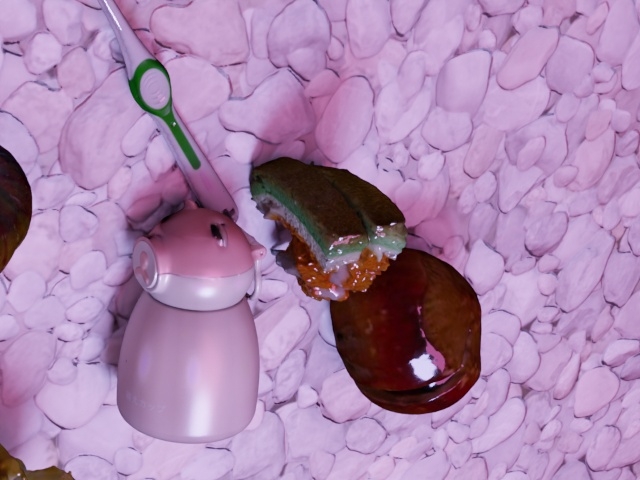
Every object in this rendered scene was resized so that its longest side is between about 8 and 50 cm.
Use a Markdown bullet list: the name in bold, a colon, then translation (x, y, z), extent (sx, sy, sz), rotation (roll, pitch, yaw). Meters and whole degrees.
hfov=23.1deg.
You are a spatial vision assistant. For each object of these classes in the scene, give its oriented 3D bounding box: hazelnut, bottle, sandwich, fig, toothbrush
- **hazelnut**: translation (0.098, 0.098, 1.809), extent (0.178, 0.178, 0.204), rotation (-42, 132, -9)
- **bottle**: translation (-0.130, 0.076, 1.610), extent (0.147, 0.147, 0.236), rotation (-10, 117, -35)
- **sandwich**: translation (0.004, 0.003, 1.639), extent (0.109, 0.185, 0.160), rotation (-12, 122, -25)
- **fig**: translation (-0.339, 0.013, 1.417), extent (0.149, 0.149, 0.245), rotation (-16, 152, -32)
- **toothbrush**: translation (-0.158, -0.141, 1.504), extent (0.042, 0.040, 0.418), rotation (-41, 137, -13)

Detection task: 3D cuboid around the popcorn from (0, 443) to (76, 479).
- **popcorn**: translation (-0.327, 0.298, 1.531), extent (0.184, 0.221, 0.204), rotation (46, 44, -59)
